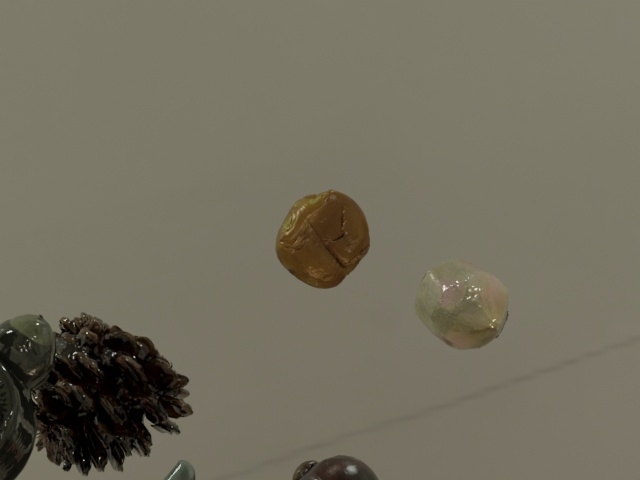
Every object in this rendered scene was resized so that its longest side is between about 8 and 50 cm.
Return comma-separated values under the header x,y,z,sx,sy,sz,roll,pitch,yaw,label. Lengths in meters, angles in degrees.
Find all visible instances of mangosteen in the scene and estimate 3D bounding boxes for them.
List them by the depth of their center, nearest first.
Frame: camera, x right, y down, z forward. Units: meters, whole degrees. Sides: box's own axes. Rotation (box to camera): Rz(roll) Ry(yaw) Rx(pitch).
x,y,z,sx,sy,sz,roll,pitch,yaw,label
0.015,0.382,2.086,0.153,0.152,0.152,-11,13,3,mangosteen

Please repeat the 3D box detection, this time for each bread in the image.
x,y,z,sx,sy,sz,roll,pitch,yaw,label
0.000,0.000,1.208,0.083,0.081,0.046,-22,15,-19,bread

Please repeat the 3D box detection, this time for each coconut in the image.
x,y,z,sx,sy,sz,roll,pitch,yaw,label
0.181,0.083,1.765,0.110,0.110,0.124,-17,33,-21,coconut

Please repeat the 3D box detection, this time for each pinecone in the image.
x,y,z,sx,sy,sz,roll,pitch,yaw,label
-0.287,0.207,1.848,0.222,0.221,0.221,-11,13,3,pinecone

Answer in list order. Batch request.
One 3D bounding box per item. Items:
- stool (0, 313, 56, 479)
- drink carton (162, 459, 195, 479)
x,y,z,sx,sy,sz,roll,pitch,yaw,label
-0.383,0.166,1.517,0.153,0.139,0.228,9,62,13,stool
-0.110,0.385,1.595,0.190,0.185,0.191,16,29,17,drink carton
